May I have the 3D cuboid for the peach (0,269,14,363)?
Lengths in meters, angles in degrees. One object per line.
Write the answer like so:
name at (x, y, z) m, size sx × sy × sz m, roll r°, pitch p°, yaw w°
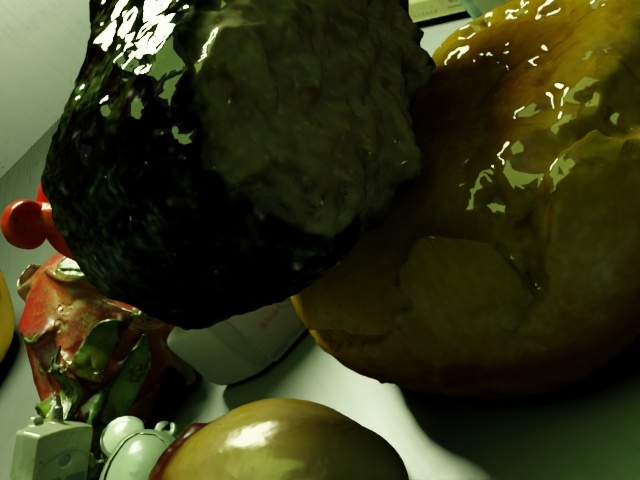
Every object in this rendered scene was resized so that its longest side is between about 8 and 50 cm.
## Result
peach at (-0.648, 0.126, 1.235) m, size 0.373 × 0.290 × 0.372 m, roll -40°, pitch 29°, yaw 28°

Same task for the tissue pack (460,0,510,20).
tissue pack at (0.252, -0.294, 0.652) m, size 0.311 × 0.228 × 0.128 m, roll -18°, pitch 38°, yaw 40°

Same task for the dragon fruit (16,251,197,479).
dragon fruit at (-0.227, 0.102, 0.808) m, size 0.269 × 0.199 × 0.200 m, roll -100°, pitch 16°, yaw -60°

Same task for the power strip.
power strip at (-0.239, 0.248, 0.669) m, size 0.029 × 0.080 × 0.226 m, roll 5°, pitch 85°, yaw 21°

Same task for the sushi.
sushi at (-0.041, -0.110, 0.504) m, size 0.171 × 0.211 × 0.350 m, roll -24°, pitch 37°, yaw 32°

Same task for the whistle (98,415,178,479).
whistle at (-0.172, 0.261, 0.651) m, size 0.114 × 0.077 × 0.235 m, roll 12°, pitch 55°, yaw 11°

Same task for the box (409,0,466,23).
box at (0.180, -0.374, 1.044) m, size 0.270 × 0.045 × 0.210 m, roll 7°, pitch 57°, yaw 56°

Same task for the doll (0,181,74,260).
doll at (-0.137, -0.053, 0.770) m, size 0.160 × 0.182 × 0.363 m, roll 7°, pitch 18°, yaw 45°

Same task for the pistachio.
pistachio at (-0.031, 0.170, 0.529) m, size 0.210 × 0.130 × 0.165 m, roll 7°, pitch 13°, yaw 36°

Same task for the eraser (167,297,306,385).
eraser at (0.000, 0.000, 0.749) m, size 0.352 × 0.089 × 0.061 m, roll -47°, pitch 26°, yaw -4°

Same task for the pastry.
pastry at (0.124, -0.042, 0.563) m, size 0.356 × 0.164 × 0.356 m, roll -37°, pitch 29°, yaw 24°
